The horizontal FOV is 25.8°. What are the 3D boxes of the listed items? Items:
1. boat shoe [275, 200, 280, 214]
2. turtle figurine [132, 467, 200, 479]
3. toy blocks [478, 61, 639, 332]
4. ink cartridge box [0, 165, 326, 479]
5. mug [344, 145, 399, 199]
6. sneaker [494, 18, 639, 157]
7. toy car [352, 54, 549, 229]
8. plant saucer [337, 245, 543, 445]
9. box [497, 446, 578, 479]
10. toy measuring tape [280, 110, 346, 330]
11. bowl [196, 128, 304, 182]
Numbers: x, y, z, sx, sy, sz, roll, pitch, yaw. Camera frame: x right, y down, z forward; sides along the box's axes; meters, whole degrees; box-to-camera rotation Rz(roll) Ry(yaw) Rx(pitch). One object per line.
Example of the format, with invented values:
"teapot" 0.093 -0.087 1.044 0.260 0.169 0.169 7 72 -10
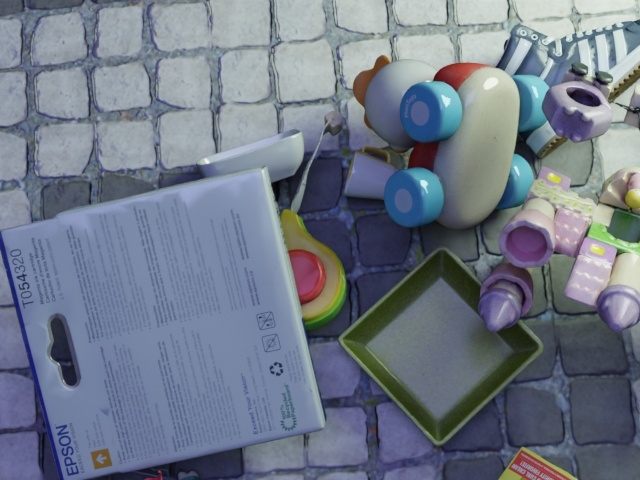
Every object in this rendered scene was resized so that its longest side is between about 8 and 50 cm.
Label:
"boat shoe" -0.159 0.065 1.767 0.103 0.118 0.320 43 84 4
"turtle figurine" -0.162 0.368 1.681 0.234 0.118 0.175 24 76 3
"toy blocks" 0.345 0.015 1.618 0.289 0.309 0.260 21 34 8
"ink cartridge box" -0.187 0.102 1.681 0.330 0.071 0.324 -12 96 4
"mug" 0.070 -0.088 1.827 0.064 0.062 0.078 14 81 -2
"sneaker" 0.346 -0.253 1.843 0.282 0.099 0.153 -40 78 -6
"toy car" 0.129 -0.144 1.781 0.238 0.219 0.210 28 117 40
"plant saucer" 0.151 0.135 1.766 0.188 0.045 0.188 -42 77 -9
"box" 0.213 0.366 1.668 0.087 0.058 0.232 31 69 27
"toy measuring tape" 0.000 0.000 1.777 0.121 0.121 0.330 20 76 8
"bowl" -0.086 -0.098 1.801 0.142 0.142 0.053 -19 97 -3
